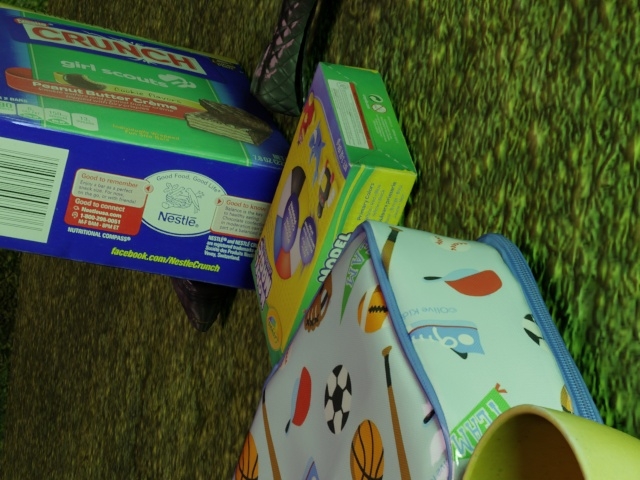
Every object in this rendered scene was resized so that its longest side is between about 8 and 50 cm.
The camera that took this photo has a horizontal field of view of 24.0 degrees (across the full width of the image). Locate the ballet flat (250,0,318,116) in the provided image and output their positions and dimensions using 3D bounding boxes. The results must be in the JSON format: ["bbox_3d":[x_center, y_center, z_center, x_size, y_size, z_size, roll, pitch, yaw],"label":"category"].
[{"bbox_3d":[-0.008,-0.180,1.211,0.057,0.049,0.173,-59,-7,-61],"label":"ballet flat"}]

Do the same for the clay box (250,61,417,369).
[{"bbox_3d":[0.000,0.000,1.081,0.127,0.053,0.222,-105,29,-50],"label":"clay box"}]

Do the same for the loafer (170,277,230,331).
[{"bbox_3d":[-0.127,0.017,1.453,0.170,0.062,0.061,-106,24,-52],"label":"loafer"}]

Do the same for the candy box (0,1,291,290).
[{"bbox_3d":[-0.180,-0.090,1.315,0.317,0.268,0.122,-122,46,-62],"label":"candy box"}]

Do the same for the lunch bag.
[{"bbox_3d":[0.040,0.159,0.812,0.243,0.115,0.303,-111,33,-51],"label":"lunch bag"}]

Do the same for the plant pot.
[{"bbox_3d":[0.120,0.135,0.598,0.134,0.095,0.134,-174,90,-72],"label":"plant pot"}]
